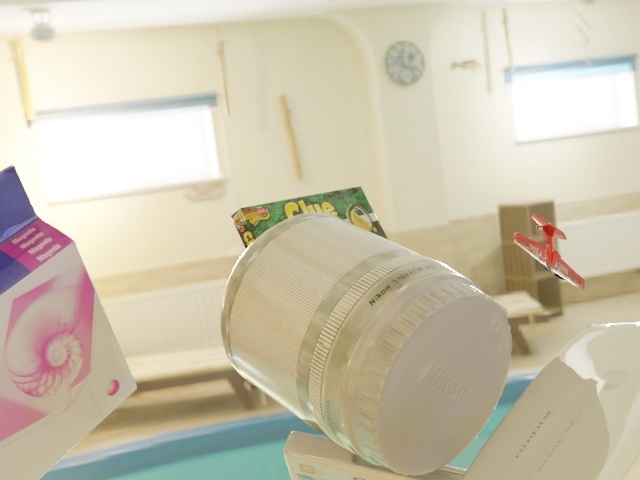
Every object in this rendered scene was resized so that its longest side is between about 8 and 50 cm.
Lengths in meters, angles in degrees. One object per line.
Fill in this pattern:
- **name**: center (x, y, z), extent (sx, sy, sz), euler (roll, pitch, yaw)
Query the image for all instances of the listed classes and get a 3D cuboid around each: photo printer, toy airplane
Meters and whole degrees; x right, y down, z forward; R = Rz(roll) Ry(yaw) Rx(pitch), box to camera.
- **photo printer**: center (0.205, 0.177, 0.662), extent (0.256, 0.107, 0.307), euler (-51, 0, -8)
- **toy airplane**: center (0.350, 0.012, 1.362), extent (0.028, 0.151, 0.151), euler (-41, 12, -9)

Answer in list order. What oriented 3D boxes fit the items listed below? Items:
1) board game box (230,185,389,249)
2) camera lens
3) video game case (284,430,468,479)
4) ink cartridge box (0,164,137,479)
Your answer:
- **board game box**: center (0.000, 0.000, 1.251), extent (0.260, 0.136, 0.030), euler (-15, -19, -49)
- **camera lens**: center (0.039, 0.103, 0.971), extent (0.219, 0.219, 0.274), euler (-11, 25, -38)
- **video game case**: center (0.120, 0.353, 1.072), extent (0.300, 0.329, 0.036), euler (9, 52, 16)
- **ink cartridge box**: center (-0.378, 0.141, 0.962), extent (0.071, 0.330, 0.324), euler (16, 45, 35)
